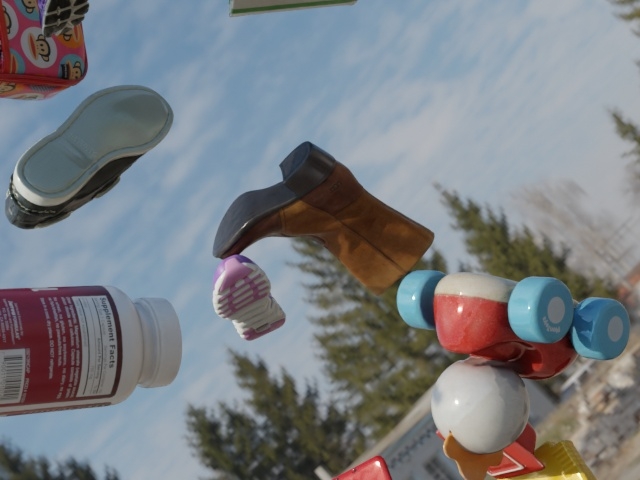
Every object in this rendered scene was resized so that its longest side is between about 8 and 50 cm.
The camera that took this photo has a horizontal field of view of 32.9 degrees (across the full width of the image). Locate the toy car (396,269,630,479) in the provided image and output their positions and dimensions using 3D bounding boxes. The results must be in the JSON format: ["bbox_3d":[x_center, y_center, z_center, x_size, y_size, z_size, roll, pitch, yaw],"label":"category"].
[{"bbox_3d":[0.208,0.167,1.270,0.210,0.219,0.238,18,-99,-38],"label":"toy car"}]

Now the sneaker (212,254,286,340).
[{"bbox_3d":[-0.127,0.072,1.717,0.095,0.105,0.236,-25,-26,-2],"label":"sneaker"}]

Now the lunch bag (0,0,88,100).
[{"bbox_3d":[-0.489,-0.358,1.607,0.120,0.293,0.258,-17,-7,37],"label":"lunch bag"}]

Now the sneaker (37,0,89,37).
[{"bbox_3d":[-0.343,-0.341,1.407,0.068,0.071,0.170,-24,-33,-34],"label":"sneaker"}]

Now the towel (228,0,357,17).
[{"bbox_3d":[-0.018,-0.484,1.637,0.247,0.038,0.325,-9,-39,-17],"label":"towel"}]

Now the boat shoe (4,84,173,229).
[{"bbox_3d":[-0.316,-0.117,1.471,0.302,0.114,0.091,-39,-6,-47],"label":"boat shoe"}]

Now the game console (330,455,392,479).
[{"bbox_3d":[0.077,0.407,1.614,0.144,0.124,0.085,-34,32,27],"label":"game console"}]

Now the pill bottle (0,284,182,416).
[{"bbox_3d":[-0.177,0.074,0.743,0.152,0.086,0.086,0,-39,-33],"label":"pill bottle"}]

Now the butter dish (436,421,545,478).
[{"bbox_3d":[0.318,0.338,1.939,0.118,0.160,0.160,-58,11,-30],"label":"butter dish"}]

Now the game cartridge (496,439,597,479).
[{"bbox_3d":[0.414,0.557,1.938,0.052,0.324,0.285,11,-49,-49],"label":"game cartridge"}]

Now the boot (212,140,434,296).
[{"bbox_3d":[0.000,0.000,1.741,0.264,0.280,0.096,-44,29,17],"label":"boot"}]
